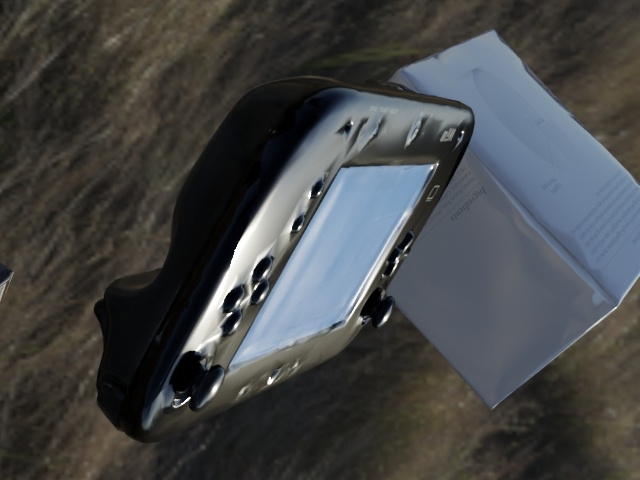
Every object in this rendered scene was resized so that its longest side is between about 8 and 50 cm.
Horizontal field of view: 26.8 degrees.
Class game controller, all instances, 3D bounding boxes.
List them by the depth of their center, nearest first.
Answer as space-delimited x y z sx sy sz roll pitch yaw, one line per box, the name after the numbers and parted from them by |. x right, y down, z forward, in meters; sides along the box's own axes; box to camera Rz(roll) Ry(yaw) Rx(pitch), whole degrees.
0.000 0.000 0.642 0.166 0.067 0.319 -52 169 14 | game controller

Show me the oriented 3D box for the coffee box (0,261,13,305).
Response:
-0.422 0.088 1.136 0.119 0.168 0.297 -61 173 36 | coffee box

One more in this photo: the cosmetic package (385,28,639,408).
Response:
0.134 -0.025 1.042 0.225 0.138 0.224 47 29 7 | cosmetic package
